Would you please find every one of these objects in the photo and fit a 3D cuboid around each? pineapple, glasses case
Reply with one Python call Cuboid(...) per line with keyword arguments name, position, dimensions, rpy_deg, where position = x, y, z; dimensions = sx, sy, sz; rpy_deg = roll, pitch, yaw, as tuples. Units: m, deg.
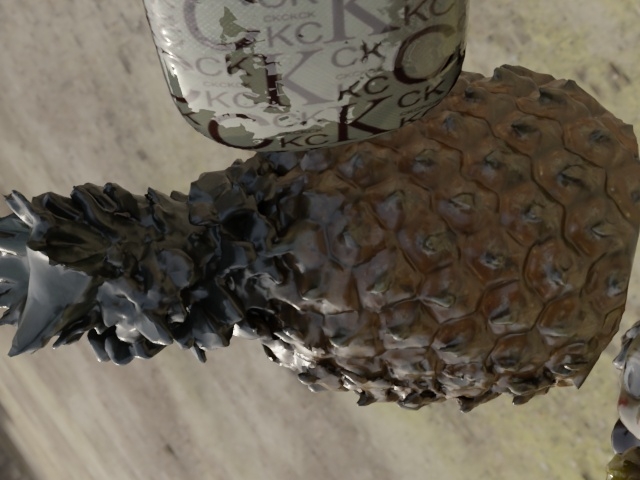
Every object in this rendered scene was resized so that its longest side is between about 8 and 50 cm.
Cuboid(name="pineapple", position=(0.000, 0.000, 0.702), dimensions=(0.202, 0.362, 0.201), rpy_deg=(179, 90, -72))
Cuboid(name="glasses case", position=(-0.012, -0.159, 0.454), dimensions=(0.354, 0.137, 0.085), rpy_deg=(81, -179, -55))

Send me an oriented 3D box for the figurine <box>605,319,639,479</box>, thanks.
Cuboid(name="figurine", position=(0.211, 0.178, 0.802), dimensions=(0.187, 0.168, 0.315), rpy_deg=(-131, 54, -73))
